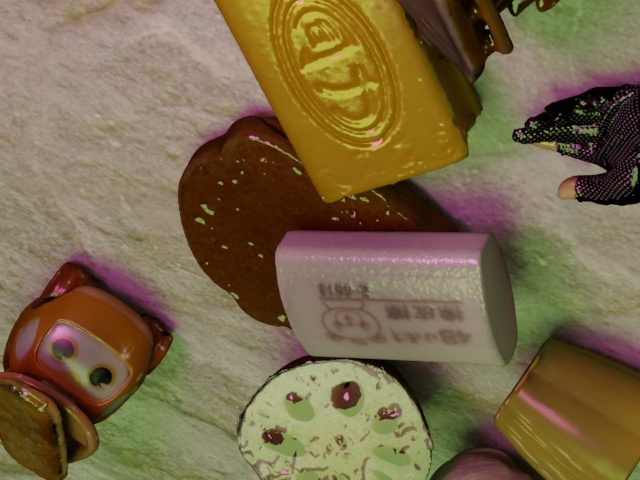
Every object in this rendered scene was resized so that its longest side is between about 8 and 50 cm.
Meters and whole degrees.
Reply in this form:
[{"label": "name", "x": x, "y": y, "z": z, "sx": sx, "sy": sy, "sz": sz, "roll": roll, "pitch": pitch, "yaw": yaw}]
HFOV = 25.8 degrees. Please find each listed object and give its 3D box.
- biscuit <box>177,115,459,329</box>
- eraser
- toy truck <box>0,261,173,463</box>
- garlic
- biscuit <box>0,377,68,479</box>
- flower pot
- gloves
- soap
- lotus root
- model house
[{"label": "biscuit", "x": 0.000, "y": 0.000, "z": 1.795, "sx": 0.381, "sy": 0.074, "sz": 0.359, "roll": 9, "pitch": 136, "yaw": 15}, {"label": "eraser", "x": 0.093, "y": 0.070, "z": 1.706, "sx": 0.270, "sy": 0.095, "sz": 0.174, "roll": 0, "pitch": 128, "yaw": 25}, {"label": "toy truck", "x": -0.373, "y": 0.188, "z": 2.059, "sx": 0.204, "sy": 0.211, "sz": 0.288, "roll": 37, "pitch": 140, "yaw": -13}, {"label": "garlic", "x": 0.284, "y": 0.371, "z": 1.924, "sx": 0.245, "sy": 0.245, "sz": 0.253, "roll": 41, "pitch": 114, "yaw": -16}, {"label": "biscuit", "x": -0.413, "y": 0.269, "z": 1.985, "sx": 0.118, "sy": 0.029, "sz": 0.247, "roll": 27, "pitch": 145, "yaw": 14}, {"label": "flower pot", "x": 0.328, "y": 0.228, "z": 1.782, "sx": 0.179, "sy": 0.195, "sz": 0.195, "roll": 33, "pitch": 138, "yaw": 11}, {"label": "gloves", "x": 0.301, "y": -0.113, "z": 1.536, "sx": 0.181, "sy": 0.106, "sz": 0.129, "roll": 22, "pitch": 145, "yaw": 49}, {"label": "soap", "x": 0.027, "y": -0.211, "z": 1.525, "sx": 0.204, "sy": 0.096, "sz": 0.324, "roll": -18, "pitch": 122, "yaw": 20}, {"label": "lotus root", "x": 0.032, "y": 0.262, "z": 1.937, "sx": 0.272, "sy": 0.192, "sz": 0.272, "roll": 1, "pitch": 97, "yaw": 11}, {"label": "model house", "x": 0.168, "y": -0.301, "z": 1.339, "sx": 0.199, "sy": 0.219, "sz": 0.229, "roll": 45, "pitch": 90, "yaw": -8}]
